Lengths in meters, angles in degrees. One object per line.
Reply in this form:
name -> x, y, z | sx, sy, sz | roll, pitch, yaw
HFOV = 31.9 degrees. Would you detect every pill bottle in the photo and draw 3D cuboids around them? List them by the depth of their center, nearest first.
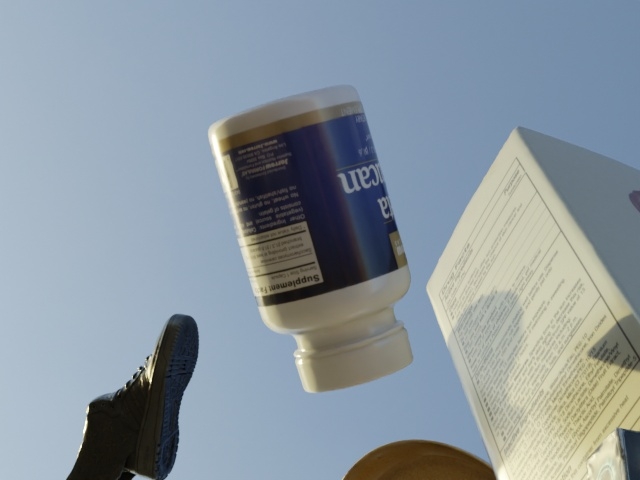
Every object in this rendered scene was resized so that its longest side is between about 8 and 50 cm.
pill bottle -> 0.000, 0.000, 0.669 | 0.094, 0.094, 0.169 | -14, -86, 39

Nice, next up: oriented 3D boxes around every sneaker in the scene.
sneaker -> -0.162, 0.140, 0.952 | 0.089, 0.051, 0.170 | 10, -92, 23

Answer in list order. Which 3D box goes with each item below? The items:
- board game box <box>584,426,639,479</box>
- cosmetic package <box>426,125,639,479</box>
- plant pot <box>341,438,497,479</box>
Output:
board game box -> 0.143, 0.150, 0.318 | 0.126, 0.186, 0.026 | 16, -45, -10
cosmetic package -> 0.179, 0.068, 0.696 | 0.129, 0.296, 0.153 | 17, -62, -17
plant pot -> 0.108, 0.281, 0.957 | 0.236, 0.032, 0.236 | 7, -79, 37
